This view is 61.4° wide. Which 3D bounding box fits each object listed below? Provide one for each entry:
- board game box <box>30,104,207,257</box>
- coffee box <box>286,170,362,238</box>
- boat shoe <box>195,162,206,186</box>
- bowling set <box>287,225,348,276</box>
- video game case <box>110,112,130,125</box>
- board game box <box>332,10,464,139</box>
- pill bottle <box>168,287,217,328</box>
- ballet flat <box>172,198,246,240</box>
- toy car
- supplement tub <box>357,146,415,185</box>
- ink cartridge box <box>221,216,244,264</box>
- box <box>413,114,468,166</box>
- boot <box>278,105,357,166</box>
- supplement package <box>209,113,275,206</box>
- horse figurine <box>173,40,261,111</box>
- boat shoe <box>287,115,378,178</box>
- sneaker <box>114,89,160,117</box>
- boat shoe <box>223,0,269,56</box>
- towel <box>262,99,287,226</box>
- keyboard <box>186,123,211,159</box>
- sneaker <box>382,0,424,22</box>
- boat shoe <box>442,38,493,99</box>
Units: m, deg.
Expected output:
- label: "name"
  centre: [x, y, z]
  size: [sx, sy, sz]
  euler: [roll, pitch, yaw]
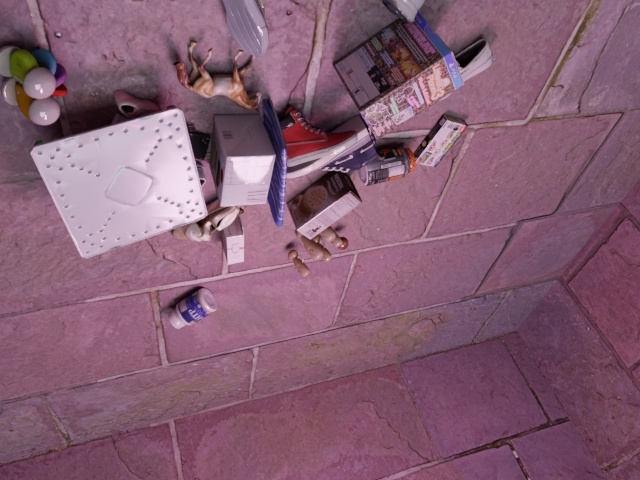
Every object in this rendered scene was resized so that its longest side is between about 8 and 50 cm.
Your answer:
- label: "board game box"
  centre: [-0.545, -0.163, 1.526]
  size: [0.389, 0.050, 0.390]
  euler: [-21, 136, -18]
- label: "coffee box"
  centre: [0.012, -0.137, 1.975]
  size: [0.246, 0.141, 0.098]
  euler: [-36, 142, 16]
- label: "boat shoe"
  centre: [-0.455, -0.156, 1.747]
  size: [0.083, 0.076, 0.226]
  euler: [19, 128, -43]
- label: "bowling set"
  centre: [0.000, 0.000, 2.177]
  size: [0.199, 0.154, 0.287]
  euler: [-11, 146, -48]
- label: "video game case"
  centre: [-0.533, -0.229, 1.572]
  size: [0.227, 0.026, 0.206]
  euler: [23, 96, -46]
- label: "board game box"
  centre: [0.220, -0.481, 1.560]
  size: [0.291, 0.232, 0.141]
  euler: [-31, 145, 12]
- label: "pill bottle"
  centre: [-0.537, 0.289, 2.254]
  size: [0.186, 0.112, 0.112]
  euler: [-32, 144, 13]
- label: "ballet flat"
  centre: [-0.387, -0.065, 1.878]
  size: [0.316, 0.106, 0.107]
  euler: [-34, 143, 16]
- label: "toy car"
  centre: [-0.676, -0.380, 1.297]
  size: [0.136, 0.159, 0.182]
  euler: [-41, 160, -40]
- label: "supplement tub"
  centre: [0.236, -0.271, 1.942]
  size: [0.190, 0.117, 0.117]
  euler: [-14, 144, -13]
- label: "ink cartridge box"
  centre: [-0.322, -0.020, 1.965]
  size: [0.067, 0.115, 0.198]
  euler: [-10, 142, -17]
- label: "box"
  centre: [0.440, -0.365, 2.000]
  size: [0.114, 0.036, 0.207]
  euler: [5, 136, -34]
- label: "boot"
  centre: [-0.017, -0.346, 1.669]
  size: [0.244, 0.088, 0.176]
  euler: [-15, 107, 10]
- label: "supplement package"
  centre: [-0.244, -0.244, 1.645]
  size: [0.149, 0.194, 0.203]
  euler: [-6, 141, -21]
- label: "horse figurine"
  centre: [-0.279, -0.447, 1.476]
  size: [0.263, 0.066, 0.174]
  euler: [-5, 135, -28]
- label: "boat shoe"
  centre: [0.040, -0.271, 1.820]
  size: [0.340, 0.127, 0.158]
  euler: [-27, 137, 5]
- label: "sneaker"
  centre: [-0.495, -0.355, 1.471]
  size: [0.134, 0.070, 0.051]
  euler: [19, 124, -44]
- label: "boat shoe"
  centre: [-0.180, -0.586, 1.318]
  size: [0.109, 0.094, 0.302]
  euler: [19, 158, 18]
- label: "towel"
  centre: [-0.149, -0.232, 1.673]
  size: [0.040, 0.243, 0.336]
  euler: [-9, 142, -14]
- label: "keyboard"
  centre: [-0.413, -0.303, 1.603]
  size: [0.180, 0.023, 0.108]
  euler: [3, 116, -42]
- label: "sneaker"
  centre: [0.183, -0.698, 1.391]
  size: [0.129, 0.111, 0.297]
  euler: [-52, 142, 12]
- label: "boat shoe"
  centre: [0.425, -0.541, 1.715]
  size: [0.267, 0.096, 0.088]
  euler: [-30, 140, 8]
